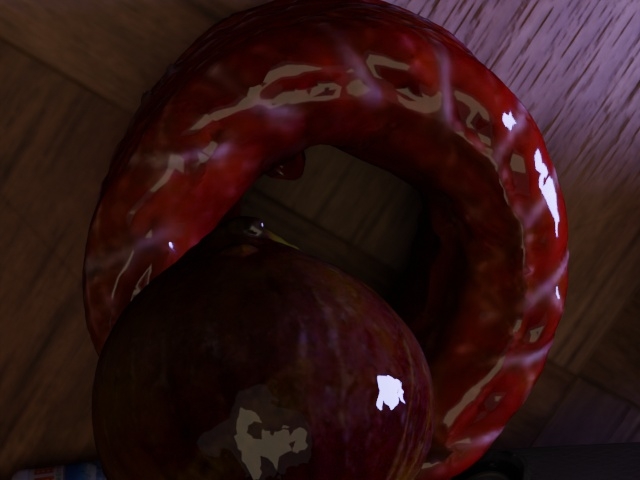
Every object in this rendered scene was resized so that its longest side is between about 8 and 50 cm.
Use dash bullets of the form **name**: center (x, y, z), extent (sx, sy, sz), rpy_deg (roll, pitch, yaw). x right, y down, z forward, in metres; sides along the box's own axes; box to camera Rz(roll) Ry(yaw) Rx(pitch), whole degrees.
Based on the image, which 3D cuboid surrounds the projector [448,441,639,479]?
- **projector**: center (0.226, 0.272, 1.015), extent (0.250, 0.108, 0.198), rpy_deg (-11, 117, 43)

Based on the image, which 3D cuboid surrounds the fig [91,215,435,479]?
- **fig**: center (-0.033, 0.081, 0.709), extent (0.205, 0.205, 0.205), rpy_deg (-3, 107, -8)

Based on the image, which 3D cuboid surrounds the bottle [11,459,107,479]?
- **bottle**: center (-0.216, 0.214, 1.018), extent (0.217, 0.060, 0.060), rpy_deg (-8, 108, -7)

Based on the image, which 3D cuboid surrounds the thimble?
- **thimble**: center (0.000, 0.000, 0.897), extent (0.350, 0.230, 0.350), rpy_deg (-2, 106, -8)
